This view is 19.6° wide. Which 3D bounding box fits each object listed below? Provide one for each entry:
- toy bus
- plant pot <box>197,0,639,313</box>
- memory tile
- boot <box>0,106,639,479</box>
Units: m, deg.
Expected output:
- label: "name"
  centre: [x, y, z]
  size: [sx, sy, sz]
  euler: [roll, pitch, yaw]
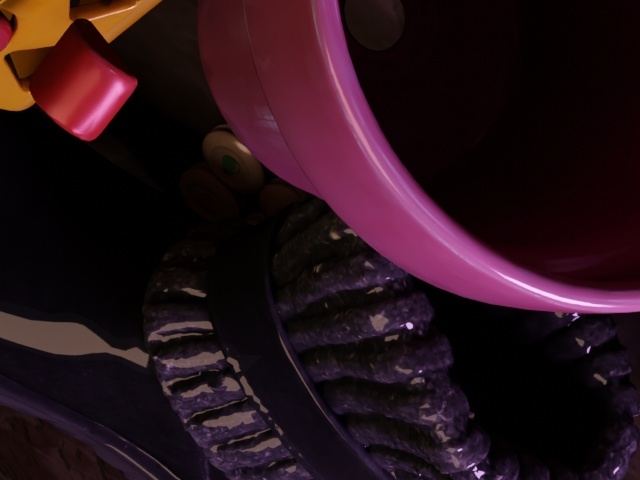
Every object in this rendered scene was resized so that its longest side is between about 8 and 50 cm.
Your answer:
- label: "toy bus"
  centre: [-0.089, -0.139, 0.731]
  size: [0.202, 0.104, 0.191]
  euler: [17, 93, 32]
- label: "plant pot"
  centre: [0.051, -0.078, 0.598]
  size: [0.201, 0.201, 0.180]
  euler: [53, 160, -14]
- label: "memory tile"
  centre: [0.000, 0.000, 0.871]
  size: [0.148, 0.012, 0.113]
  euler: [42, 146, 1]
- label: "boot"
  centre: [-0.053, 0.012, 0.796]
  size: [0.348, 0.131, 0.260]
  euler: [35, 153, -14]
